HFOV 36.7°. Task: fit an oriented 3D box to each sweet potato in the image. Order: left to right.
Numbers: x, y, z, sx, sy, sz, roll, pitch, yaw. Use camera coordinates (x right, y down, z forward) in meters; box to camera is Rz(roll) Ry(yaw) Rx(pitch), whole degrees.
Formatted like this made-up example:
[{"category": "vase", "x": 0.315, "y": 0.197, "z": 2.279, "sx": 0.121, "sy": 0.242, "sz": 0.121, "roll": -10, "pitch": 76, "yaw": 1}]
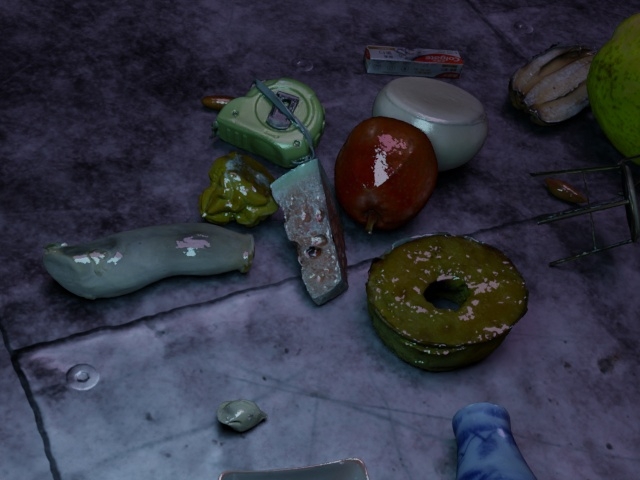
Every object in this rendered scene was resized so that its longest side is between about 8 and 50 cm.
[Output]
[{"category": "sweet potato", "x": 0.487, "y": -0.097, "z": 1.921, "sx": 0.095, "sy": 0.034, "sz": 0.034, "roll": 29, "pitch": 47, "yaw": 19}]

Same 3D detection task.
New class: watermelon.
[{"category": "watermelon", "x": 0.000, "y": 0.000, "z": 1.667, "sx": 0.094, "sy": 0.154, "sz": 0.241, "roll": -21, "pitch": 57, "yaw": 14}]

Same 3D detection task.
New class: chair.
[{"category": "chair", "x": 0.555, "y": -0.077, "z": 1.750, "sx": 0.326, "sy": 0.160, "sz": 0.170, "roll": -11, "pitch": 46, "yaw": 14}]

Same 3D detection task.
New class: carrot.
[{"category": "carrot", "x": -0.114, "y": -0.262, "z": 1.924, "sx": 0.248, "sy": 0.043, "sz": 0.043, "roll": 8, "pitch": 45, "yaw": -5}]

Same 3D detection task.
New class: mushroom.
[{"category": "mushroom", "x": -0.270, "y": 0.024, "z": 1.572, "sx": 0.351, "sy": 0.097, "sz": 0.109, "roll": -8, "pitch": 50, "yaw": -25}]

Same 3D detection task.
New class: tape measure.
[{"category": "tape measure", "x": -0.080, "y": -0.230, "z": 1.840, "sx": 0.200, "sy": 0.106, "sz": 0.175, "roll": 26, "pitch": 67, "yaw": 11}]

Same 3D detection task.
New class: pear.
[{"category": "pear", "x": 0.737, "y": -0.313, "z": 1.976, "sx": 0.391, "sy": 0.391, "sz": 0.391, "roll": 7, "pitch": 45, "yaw": -7}]

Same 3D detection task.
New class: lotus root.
[{"category": "lotus root", "x": 0.530, "y": -0.346, "z": 2.150, "sx": 0.329, "sy": 0.078, "sz": 0.167, "roll": -27, "pitch": 81, "yaw": -36}]

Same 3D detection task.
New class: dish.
[{"category": "dish", "x": -0.030, "y": 0.383, "z": 1.296, "sx": 0.212, "sy": 0.077, "sz": 0.151, "roll": -2, "pitch": 49, "yaw": -16}]

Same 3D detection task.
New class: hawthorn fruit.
[{"category": "hawthorn fruit", "x": 0.111, "y": -0.099, "z": 1.729, "sx": 0.196, "sy": 0.196, "sz": 0.225, "roll": 17, "pitch": 59, "yaw": 2}]

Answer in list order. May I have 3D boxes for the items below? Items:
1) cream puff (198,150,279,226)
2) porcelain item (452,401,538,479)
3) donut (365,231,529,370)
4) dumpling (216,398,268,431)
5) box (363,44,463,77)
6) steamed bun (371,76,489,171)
[{"category": "cream puff", "x": -0.147, "y": -0.079, "z": 1.697, "sx": 0.146, "sy": 0.116, "sz": 0.146, "roll": 42, "pitch": 19, "yaw": -18}, {"category": "porcelain item", "x": 0.248, "y": 0.352, "z": 1.365, "sx": 0.141, "sy": 0.141, "sz": 0.259, "roll": 7, "pitch": 36, "yaw": -7}, {"category": "donut", "x": 0.201, "y": 0.108, "z": 1.608, "sx": 0.272, "sy": 0.107, "sz": 0.272, "roll": 4, "pitch": 44, "yaw": -4}, {"category": "dumpling", "x": -0.120, "y": 0.253, "z": 1.426, "sx": 0.077, "sy": 0.043, "sz": 0.059, "roll": -22, "pitch": 33, "yaw": -27}, {"category": "box", "x": 0.206, "y": -0.395, "z": 2.134, "sx": 0.218, "sy": 0.039, "sz": 0.055, "roll": 2, "pitch": 45, "yaw": -12}, {"category": "steamed bun", "x": 0.209, "y": -0.216, "z": 1.887, "sx": 0.232, "sy": 0.145, "sz": 0.232, "roll": 10, "pitch": 31, "yaw": -6}]
